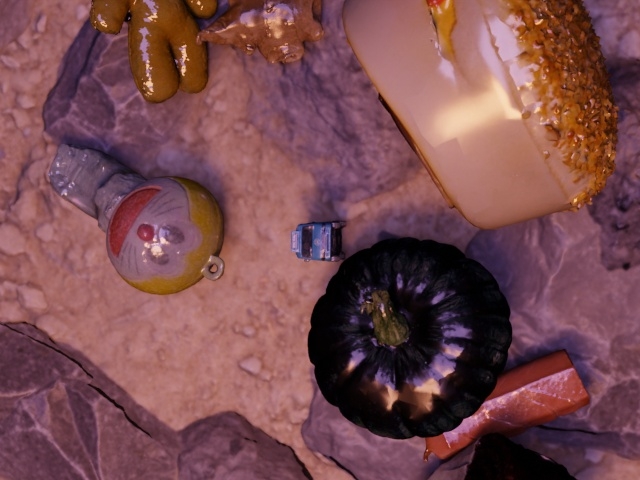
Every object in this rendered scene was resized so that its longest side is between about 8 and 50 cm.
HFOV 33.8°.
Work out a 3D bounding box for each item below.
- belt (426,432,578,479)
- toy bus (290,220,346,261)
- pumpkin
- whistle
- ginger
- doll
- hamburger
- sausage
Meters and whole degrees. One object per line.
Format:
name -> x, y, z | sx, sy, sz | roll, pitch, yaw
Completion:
belt -> 0.147, 0.330, 0.962 | 0.164, 0.184, 0.289 | 32, 82, -16
toy bus -> 0.000, 0.000, 1.020 | 0.046, 0.083, 0.038 | 1, 92, 8
pumpkin -> 0.083, 0.092, 0.988 | 0.194, 0.150, 0.194 | 7, 109, 22
whistle -> -0.183, -0.027, 1.027 | 0.223, 0.123, 0.122 | 34, 97, 17
ginger -> -0.007, -0.235, 1.020 | 0.214, 0.059, 0.132 | 6, 86, 4
doll -> -0.171, -0.238, 1.024 | 0.137, 0.097, 0.209 | -16, 101, -31
hamburger -> 0.150, -0.152, 0.900 | 0.179, 0.276, 0.294 | -29, 109, 19
sausage -> 0.172, 0.164, 1.025 | 0.169, 0.065, 0.065 | -24, 91, 7
